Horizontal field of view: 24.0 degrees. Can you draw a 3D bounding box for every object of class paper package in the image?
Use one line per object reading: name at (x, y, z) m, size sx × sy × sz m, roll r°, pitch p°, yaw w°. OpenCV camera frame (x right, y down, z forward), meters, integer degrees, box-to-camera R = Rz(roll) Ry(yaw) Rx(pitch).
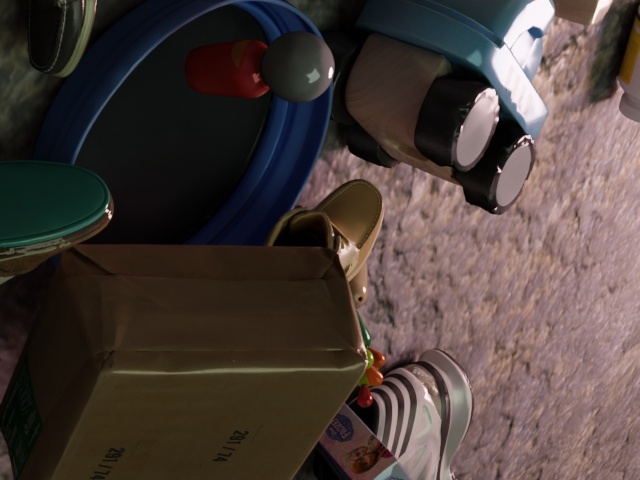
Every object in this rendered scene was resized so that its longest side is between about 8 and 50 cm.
paper package at (-0.157, 0.160, 1.599) m, size 0.309 × 0.168 × 0.325 m, roll 2°, pitch 140°, yaw -27°

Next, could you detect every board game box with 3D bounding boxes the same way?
board game box at (0.083, 0.339, 2.025) m, size 0.066 × 0.319 × 0.318 m, roll -38°, pitch 120°, yaw -6°

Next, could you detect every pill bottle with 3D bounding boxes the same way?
pill bottle at (0.525, -0.279, 2.355) m, size 0.103 × 0.103 × 0.184 m, roll -26°, pitch 139°, yaw -40°

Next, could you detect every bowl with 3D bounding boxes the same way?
bowl at (-0.149, -0.096, 1.625) m, size 0.391 × 0.077 × 0.391 m, roll -35°, pitch 143°, yaw -31°

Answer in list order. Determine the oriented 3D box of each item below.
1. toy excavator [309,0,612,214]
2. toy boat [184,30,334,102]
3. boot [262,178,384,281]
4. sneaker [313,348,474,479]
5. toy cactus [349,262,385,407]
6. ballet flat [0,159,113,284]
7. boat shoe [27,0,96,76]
toy excavator at (0.225, -0.265, 1.882) m, size 0.445 × 0.222 × 0.433 m, roll -62°, pitch 151°, yaw -5°
toy boat at (-0.067, -0.286, 1.401) m, size 0.267 × 0.148 × 0.318 m, roll -27°, pitch 115°, yaw -57°
boot at (0.000, 0.000, 1.792) m, size 0.262 × 0.095 × 0.203 m, roll -47°, pitch 171°, yaw -21°
sneaker at (0.087, 0.394, 2.375) m, size 0.257 × 0.169 × 0.447 m, roll -19°, pitch 126°, yaw -33°
toy cactus at (0.025, 0.103, 2.014) m, size 0.219 × 0.112 × 0.180 m, roll 51°, pitch 37°, yaw -33°
ballet flat at (-0.359, 0.010, 1.385) m, size 0.342 × 0.116 × 0.124 m, roll -15°, pitch 147°, yaw -34°
boat shoe at (-0.243, -0.255, 1.350) m, size 0.073 × 0.080 × 0.223 m, roll -8°, pitch 120°, yaw -43°
